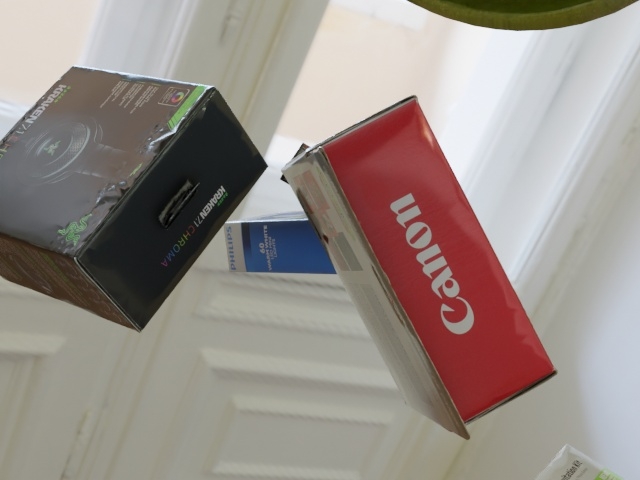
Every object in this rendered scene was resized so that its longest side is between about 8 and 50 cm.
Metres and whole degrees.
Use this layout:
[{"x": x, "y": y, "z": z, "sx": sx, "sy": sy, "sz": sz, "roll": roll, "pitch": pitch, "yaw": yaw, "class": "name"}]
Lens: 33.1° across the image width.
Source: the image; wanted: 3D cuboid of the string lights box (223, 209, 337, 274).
[{"x": 0.000, "y": 0.000, "z": 1.461, "sx": 0.133, "sy": 0.076, "sz": 0.260, "roll": -12, "pitch": 7, "yaw": -42, "class": "string lights box"}]

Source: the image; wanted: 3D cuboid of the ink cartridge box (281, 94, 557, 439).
[{"x": 0.099, "y": 0.024, "z": 1.090, "sx": 0.309, "sy": 0.130, "sz": 0.272, "roll": 62, "pitch": -7, "yaw": -4, "class": "ink cartridge box"}]

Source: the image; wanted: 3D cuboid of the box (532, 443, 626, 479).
[{"x": 0.257, "y": 0.257, "z": 0.897, "sx": 0.186, "sy": 0.038, "sz": 0.145, "roll": 30, "pitch": 25, "yaw": 23, "class": "box"}]

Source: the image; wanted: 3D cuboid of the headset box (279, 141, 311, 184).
[{"x": -0.016, "y": -0.106, "z": 1.609, "sx": 0.062, "sy": 0.032, "sz": 0.083, "roll": 31, "pitch": 38, "yaw": 0, "class": "headset box"}]

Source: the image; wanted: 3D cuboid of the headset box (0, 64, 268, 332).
[{"x": -0.234, "y": -0.055, "z": 1.195, "sx": 0.283, "sy": 0.246, "sz": 0.131, "roll": 16, "pitch": -30, "yaw": 41, "class": "headset box"}]

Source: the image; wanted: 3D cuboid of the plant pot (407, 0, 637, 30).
[{"x": 0.174, "y": -0.358, "z": 0.591, "sx": 0.366, "sy": 0.366, "sz": 0.353, "roll": 37, "pitch": 57, "yaw": 26, "class": "plant pot"}]
